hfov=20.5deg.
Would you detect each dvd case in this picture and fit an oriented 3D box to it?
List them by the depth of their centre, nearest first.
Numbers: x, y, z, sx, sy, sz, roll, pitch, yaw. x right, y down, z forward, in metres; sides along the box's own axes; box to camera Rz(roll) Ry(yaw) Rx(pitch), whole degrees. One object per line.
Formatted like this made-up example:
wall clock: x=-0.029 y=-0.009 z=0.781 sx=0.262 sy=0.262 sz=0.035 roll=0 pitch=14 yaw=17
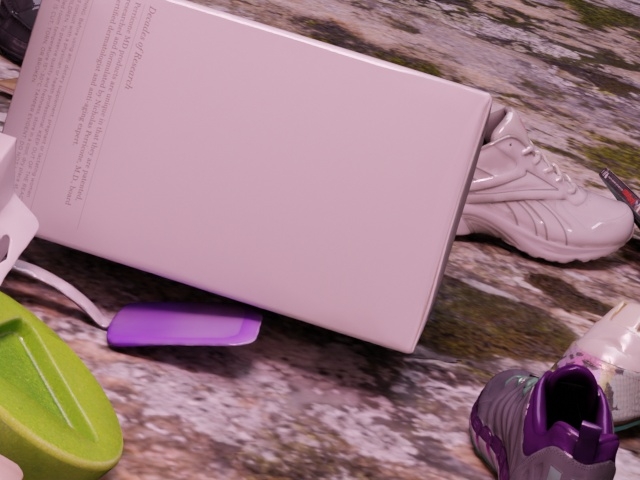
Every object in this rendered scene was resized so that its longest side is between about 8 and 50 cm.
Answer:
dvd case: x=0.296 y=-0.014 z=1.598 sx=0.087 sy=0.013 sz=0.119 roll=50 pitch=4 yaw=-23

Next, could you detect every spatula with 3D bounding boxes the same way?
spatula: x=-0.183 y=0.025 z=1.118 sx=0.296 sy=0.030 sz=0.084 roll=15 pitch=17 yaw=0

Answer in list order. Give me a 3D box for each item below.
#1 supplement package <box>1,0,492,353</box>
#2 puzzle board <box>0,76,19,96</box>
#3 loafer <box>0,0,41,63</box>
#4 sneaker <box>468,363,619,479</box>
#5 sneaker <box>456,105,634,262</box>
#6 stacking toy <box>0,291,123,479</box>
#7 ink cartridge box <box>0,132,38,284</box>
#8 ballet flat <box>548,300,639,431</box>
supplement package: x=-0.048 y=-0.053 z=1.185 sx=0.293 sy=0.175 sz=0.177 roll=17 pitch=3 yaw=5
puzzle board: x=-0.212 y=-0.120 z=1.569 sx=0.128 sy=0.011 sz=0.096 roll=23 pitch=18 yaw=18
loafer: x=-0.282 y=-0.220 z=1.699 sx=0.076 sy=0.078 sz=0.223 roll=0 pitch=23 yaw=-39
sneaker: x=0.143 y=0.106 z=1.041 sx=0.083 sy=0.098 sz=0.223 roll=14 pitch=18 yaw=-6
sneaker: x=0.170 y=-0.052 z=1.515 sx=0.232 sy=0.115 sz=0.090 roll=11 pitch=18 yaw=-15
stacking toy: x=-0.253 y=0.061 z=0.853 sx=0.279 sy=0.130 sz=0.309 roll=46 pitch=12 yaw=1
ink cartridge box: x=-0.248 y=-0.020 z=1.058 sx=0.143 sy=0.090 sz=0.092 roll=17 pitch=44 yaw=7
ballet flat: x=0.230 y=0.080 z=1.226 sx=0.221 sy=0.079 sz=0.077 roll=-3 pitch=26 yaw=-45
